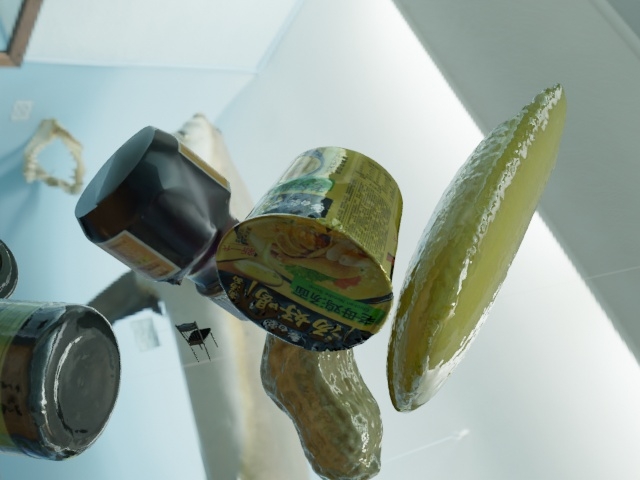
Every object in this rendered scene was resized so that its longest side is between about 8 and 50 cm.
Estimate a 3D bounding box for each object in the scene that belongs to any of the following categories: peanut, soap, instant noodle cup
[{"bbox_3d":[-0.004,0.215,1.221,0.159,0.143,0.291,-28,-99,51],"label":"peanut"},{"bbox_3d":[0.182,0.015,1.028,0.115,0.427,0.306,26,-32,10],"label":"soap"},{"bbox_3d":[0.000,0.000,0.698,0.151,0.151,0.122,-46,-163,43],"label":"instant noodle cup"}]

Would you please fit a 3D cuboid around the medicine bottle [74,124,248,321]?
[{"bbox_3d":[-0.233,-0.006,1.507,0.242,0.395,0.242,-32,-147,23],"label":"medicine bottle"}]

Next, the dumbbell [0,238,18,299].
[{"bbox_3d":[-0.710,0.084,1.612,0.290,0.192,0.192,-39,-114,35],"label":"dumbbell"}]

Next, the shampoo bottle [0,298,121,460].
[{"bbox_3d":[-0.283,0.087,0.576,0.283,0.101,0.101,2,-82,19],"label":"shampoo bottle"}]

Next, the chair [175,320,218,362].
[{"bbox_3d":[-0.197,0.152,1.325,0.037,0.042,0.086,-11,-56,17],"label":"chair"}]
